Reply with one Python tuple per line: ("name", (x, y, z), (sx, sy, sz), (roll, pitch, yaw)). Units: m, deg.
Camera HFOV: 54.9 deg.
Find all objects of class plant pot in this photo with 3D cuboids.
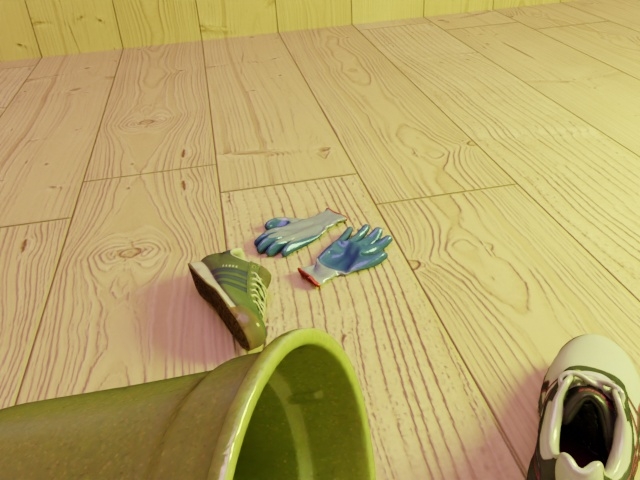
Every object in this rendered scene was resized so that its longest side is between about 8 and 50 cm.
("plant pot", (-0.118, 0.204, 0.420), (0.254, 0.276, 0.276), (-6, 30, 20))

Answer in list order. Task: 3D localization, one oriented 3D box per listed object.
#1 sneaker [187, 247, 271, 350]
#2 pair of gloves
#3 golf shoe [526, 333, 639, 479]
("sneaker", (-0.098, 0.061, 0.786), (0.086, 0.064, 0.192), (-25, 35, -22))
("pair of gloves", (0.000, 0.000, 0.915), (0.159, 0.023, 0.198), (-27, 40, -32))
("golf shoe", (0.249, 0.157, 0.552), (0.105, 0.120, 0.273), (9, 33, 23))
